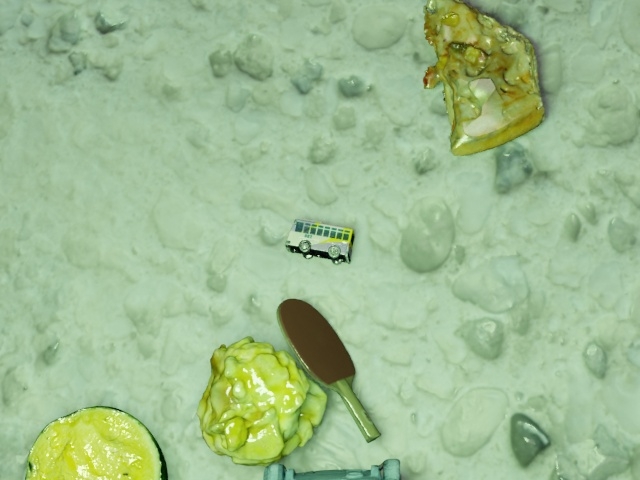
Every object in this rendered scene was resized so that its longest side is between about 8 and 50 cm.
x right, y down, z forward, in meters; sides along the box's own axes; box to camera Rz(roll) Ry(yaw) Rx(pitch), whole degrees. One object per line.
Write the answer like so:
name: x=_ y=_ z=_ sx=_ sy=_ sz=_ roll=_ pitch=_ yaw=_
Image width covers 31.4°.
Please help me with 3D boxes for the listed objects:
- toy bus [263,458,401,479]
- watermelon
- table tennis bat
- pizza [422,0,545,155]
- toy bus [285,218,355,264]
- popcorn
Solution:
toy bus: x=0.018 y=0.428 z=1.547 sx=0.197 sy=0.294 sz=0.231 roll=-4 pitch=90 yaw=3
watermelon: x=-0.317 y=0.360 z=1.681 sx=0.204 sy=0.127 sz=0.232 roll=-44 pitch=70 yaw=-7
table tennis bat: x=0.014 y=0.190 z=1.690 sx=0.022 sy=0.138 sz=0.246 roll=-40 pitch=72 yaw=24
pizza: x=0.254 y=-0.287 z=1.835 sx=0.189 sy=0.071 sz=0.296 roll=-13 pitch=71 yaw=5
toy bus: x=0.000 y=0.000 z=1.791 sx=0.102 sy=0.052 sz=0.058 roll=11 pitch=74 yaw=10
popcorn: x=-0.095 y=0.240 z=1.653 sx=0.167 sy=0.187 sz=0.185 roll=19 pitch=61 yaw=22
